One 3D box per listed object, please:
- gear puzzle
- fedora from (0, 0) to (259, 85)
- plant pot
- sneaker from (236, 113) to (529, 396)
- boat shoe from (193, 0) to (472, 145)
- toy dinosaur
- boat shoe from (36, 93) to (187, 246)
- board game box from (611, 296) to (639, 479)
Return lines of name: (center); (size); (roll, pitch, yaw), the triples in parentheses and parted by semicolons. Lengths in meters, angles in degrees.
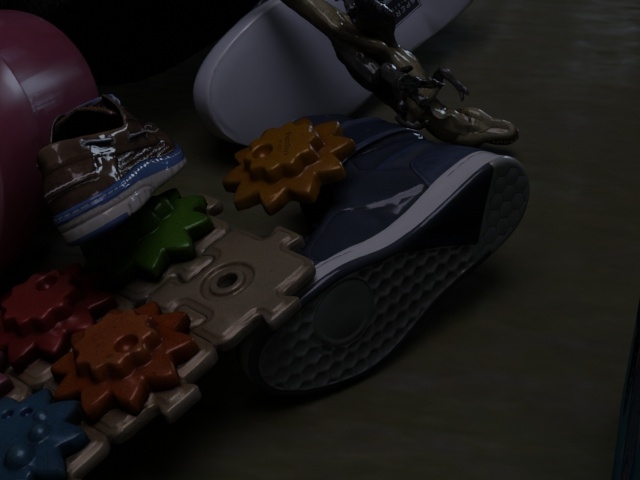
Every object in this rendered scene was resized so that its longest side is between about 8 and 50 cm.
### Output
gear puzzle: (-0.102, 0.024, 0.888); (0.339, 0.044, 0.175); (-41, 39, -24)
fedora: (-0.148, -0.215, 1.142); (0.334, 0.334, 0.152); (-25, 71, -29)
plant pot: (-0.242, -0.070, 0.991); (0.201, 0.201, 0.180); (15, 25, 19)
sneaker: (0.001, 0.001, 0.977); (0.226, 0.086, 0.163); (-36, 41, -27)
boat shoe: (0.001, -0.169, 1.183); (0.102, 0.108, 0.301); (9, 42, 47)
toy dinosaur: (0.035, -0.138, 1.056); (0.064, 0.268, 0.118); (-49, 12, -2)
boat shoe: (-0.128, -0.055, 0.933); (0.066, 0.066, 0.183); (-25, 12, 8)
board game box: (0.179, 0.099, 0.701); (0.079, 0.254, 0.336); (9, 38, 10)
